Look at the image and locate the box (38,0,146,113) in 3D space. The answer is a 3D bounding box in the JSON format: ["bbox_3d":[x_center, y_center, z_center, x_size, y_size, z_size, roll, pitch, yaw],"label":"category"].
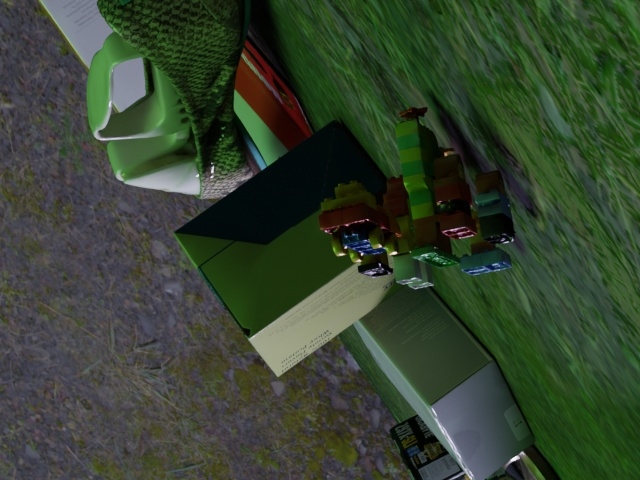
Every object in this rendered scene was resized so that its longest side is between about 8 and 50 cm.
[{"bbox_3d":[-0.291,-0.327,1.944,0.345,0.168,0.215,56,175,-20],"label":"box"}]

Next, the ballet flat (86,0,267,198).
[{"bbox_3d":[-0.160,-0.149,1.454,0.164,0.182,0.483,55,168,19],"label":"ballet flat"}]

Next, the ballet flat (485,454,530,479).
[{"bbox_3d":[0.230,0.291,1.795,0.070,0.070,0.188,58,178,-41],"label":"ballet flat"}]

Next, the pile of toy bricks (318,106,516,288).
[{"bbox_3d":[0.070,-0.037,0.931,0.212,0.118,0.105,22,-122,-68],"label":"pile of toy bricks"}]

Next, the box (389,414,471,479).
[{"bbox_3d":[0.208,0.423,1.912,0.257,0.079,0.322,-128,13,-77],"label":"box"}]

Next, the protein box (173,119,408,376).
[{"bbox_3d":[-0.016,0.014,1.412,0.136,0.200,0.201,54,176,17],"label":"protein box"}]

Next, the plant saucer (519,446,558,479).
[{"bbox_3d":[0.261,0.272,1.624,0.083,0.015,0.083,55,176,6],"label":"plant saucer"}]

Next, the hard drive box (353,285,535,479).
[{"bbox_3d":[0.126,0.139,1.574,0.232,0.089,0.181,51,175,43],"label":"hard drive box"}]

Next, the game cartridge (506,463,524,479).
[{"bbox_3d":[0.268,0.371,2.070,0.196,0.060,0.294,49,174,18],"label":"game cartridge"}]

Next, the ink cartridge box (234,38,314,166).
[{"bbox_3d":[-0.091,-0.135,1.740,0.308,0.091,0.385,51,172,34],"label":"ink cartridge box"}]
